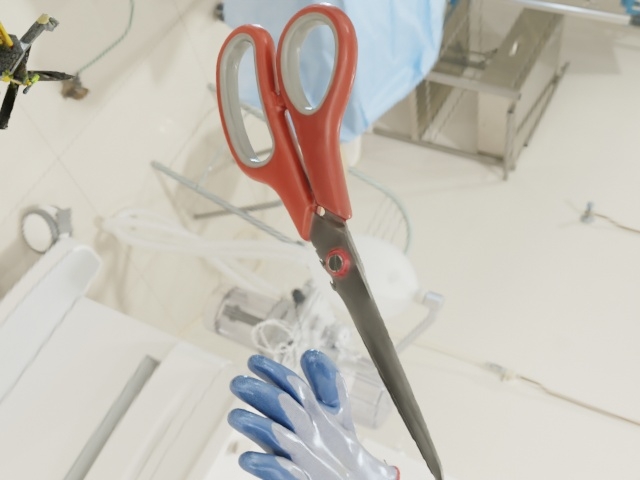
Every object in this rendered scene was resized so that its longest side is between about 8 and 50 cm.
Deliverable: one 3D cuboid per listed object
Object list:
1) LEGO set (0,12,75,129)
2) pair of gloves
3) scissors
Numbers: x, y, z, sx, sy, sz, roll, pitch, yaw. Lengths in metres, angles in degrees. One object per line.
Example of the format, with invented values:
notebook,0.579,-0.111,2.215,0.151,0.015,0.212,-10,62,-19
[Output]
LEGO set,-0.395,-0.117,0.629,0.192,0.332,0.254,82,16,-59
pair of gloves,-0.004,0.158,0.412,0.159,0.023,0.198,44,43,-34
scissors,0.000,0.000,0.446,0.021,0.109,0.297,0,74,-55
